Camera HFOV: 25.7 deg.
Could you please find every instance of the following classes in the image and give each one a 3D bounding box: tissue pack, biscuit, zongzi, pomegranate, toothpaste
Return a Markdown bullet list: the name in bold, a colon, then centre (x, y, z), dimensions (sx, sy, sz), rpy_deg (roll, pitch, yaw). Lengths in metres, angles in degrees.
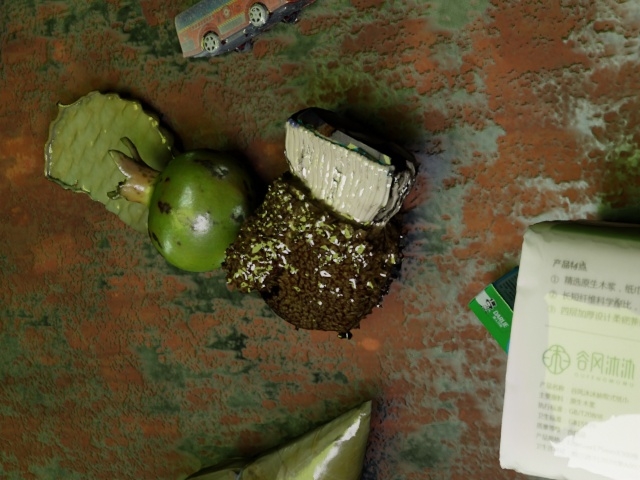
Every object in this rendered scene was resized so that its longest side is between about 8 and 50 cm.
- **tissue pack**: centre (0.374, 0.128, 1.358), dimensions (0.356, 0.194, 0.266), rpy_deg (10, 98, 32)
- **biscuit**: centre (-0.267, -0.112, 1.902), dimensions (0.273, 0.036, 0.187), rpy_deg (31, 125, 25)
- **zongzi**: centre (0.008, 0.418, 1.820), dimensions (0.393, 0.174, 0.356), rpy_deg (-30, 92, 36)
- **pomegranate**: centre (-0.171, -0.054, 1.779), dimensions (0.220, 0.156, 0.156), rpy_deg (34, 126, 26)
- **toothpaste**: centre (0.276, 0.152, 1.562), dimensions (0.267, 0.065, 0.050), rpy_deg (52, 134, 9)

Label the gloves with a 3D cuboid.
- **gloves**: centre (-0.001, -0.004, 1.664), dimensions (0.210, 0.135, 0.312), rpy_deg (17, 125, 11)

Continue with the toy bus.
- **toy bus**: centre (-0.094, -0.275, 1.682), dimensions (0.192, 0.065, 0.077), rpy_deg (-23, 86, 41)
